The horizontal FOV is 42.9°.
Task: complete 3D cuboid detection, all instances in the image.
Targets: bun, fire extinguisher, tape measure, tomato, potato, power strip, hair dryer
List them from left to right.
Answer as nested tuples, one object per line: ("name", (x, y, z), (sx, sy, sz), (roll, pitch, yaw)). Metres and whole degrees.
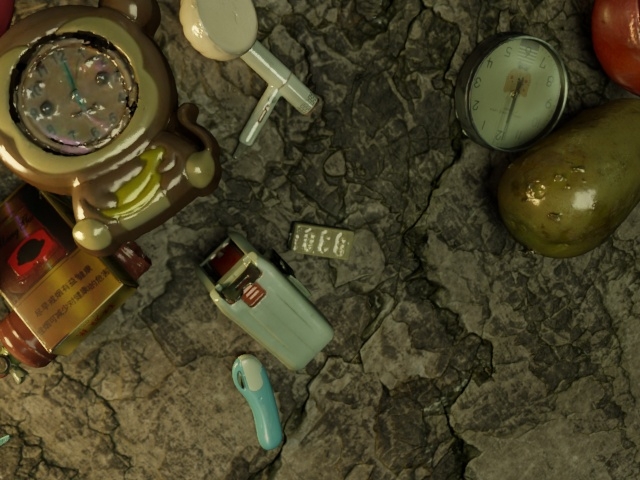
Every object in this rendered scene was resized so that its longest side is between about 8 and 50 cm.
("fire extinguisher", (-0.443, 0.103, 1.319), (0.337, 0.106, 0.147), (-43, 88, -4))
("bun", (-0.172, -0.345, 1.277), (0.138, 0.094, 0.138), (13, 73, -50))
("hair dryer", (-0.115, -0.220, 1.368), (0.155, 0.044, 0.183), (41, 93, -25))
("tape measure", (-0.096, 0.087, 1.360), (0.125, 0.246, 0.243), (-43, 127, -3))
("power strip", (0.000, 0.000, 1.485), (0.123, 0.032, 0.056), (8, 103, -22))
("potato", (0.499, -0.115, 1.531), (0.359, 0.270, 0.219), (-36, 73, -22))
("tomato", (0.634, -0.403, 1.527), (0.335, 0.176, 0.290), (28, 76, -30))

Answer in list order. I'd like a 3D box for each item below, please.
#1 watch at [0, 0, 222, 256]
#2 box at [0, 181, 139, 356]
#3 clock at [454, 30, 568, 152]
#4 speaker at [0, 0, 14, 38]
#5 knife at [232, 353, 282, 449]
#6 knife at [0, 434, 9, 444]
("watch", (-0.304, -0.150, 1.148), (0.314, 0.327, 0.335), (-34, 89, -5))
("box", (-0.415, 0.038, 1.245), (0.159, 0.071, 0.240), (-43, 75, -1))
("clock", (0.360, -0.276, 1.526), (0.226, 0.049, 0.226), (-6, 109, -19))
("speaker", (-0.549, -0.330, 1.061), (0.294, 0.294, 0.294), (-6, 109, -19))
("knife", (-0.117, 0.307, 1.542), (0.064, 0.031, 0.222), (-23, 117, -17))
("knife", (-0.574, 0.361, 1.397), (0.091, 0.005, 0.014), (-31, 117, -10))
